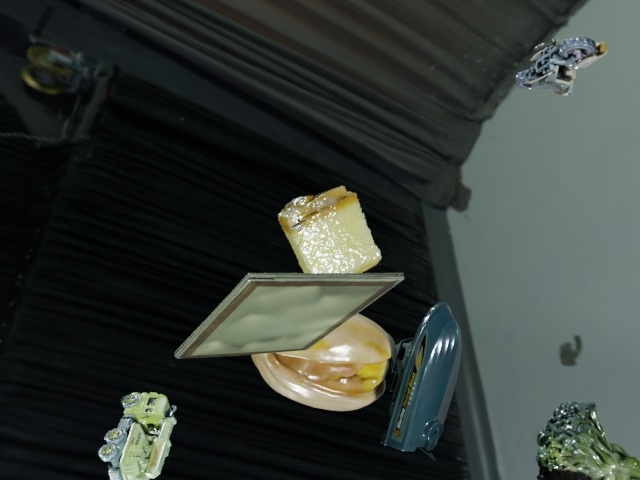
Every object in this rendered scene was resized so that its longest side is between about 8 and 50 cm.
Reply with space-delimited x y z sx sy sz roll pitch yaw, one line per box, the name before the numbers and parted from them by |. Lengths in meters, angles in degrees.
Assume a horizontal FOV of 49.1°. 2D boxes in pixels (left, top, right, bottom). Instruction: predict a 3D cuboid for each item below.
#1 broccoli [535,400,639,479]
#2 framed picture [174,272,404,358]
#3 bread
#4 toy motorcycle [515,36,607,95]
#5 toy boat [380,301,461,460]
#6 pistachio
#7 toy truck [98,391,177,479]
broccoli | 0.481 0.366 1.076 0.145 0.304 0.165 -64 -14 8
framed picture | -0.040 0.083 0.740 0.231 0.173 0.010 -43 52 51
bread | 0.000 0.000 1.058 0.147 0.127 0.152 66 160 -5
toy motorcycle | 0.520 -0.371 1.487 0.229 0.130 0.094 150 129 -71
toy boat | 0.197 0.258 1.339 0.122 0.114 0.296 19 99 47
pistachio | -0.008 0.216 1.415 0.230 0.309 0.230 15 -90 -81
toy truck | -0.292 0.330 1.162 0.169 0.100 0.077 -80 -15 -59
